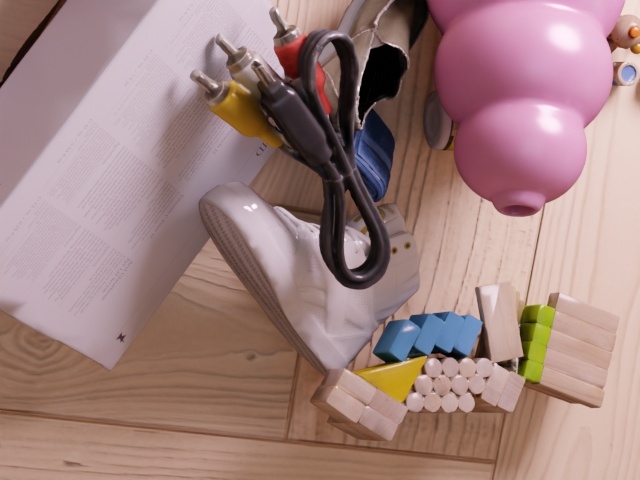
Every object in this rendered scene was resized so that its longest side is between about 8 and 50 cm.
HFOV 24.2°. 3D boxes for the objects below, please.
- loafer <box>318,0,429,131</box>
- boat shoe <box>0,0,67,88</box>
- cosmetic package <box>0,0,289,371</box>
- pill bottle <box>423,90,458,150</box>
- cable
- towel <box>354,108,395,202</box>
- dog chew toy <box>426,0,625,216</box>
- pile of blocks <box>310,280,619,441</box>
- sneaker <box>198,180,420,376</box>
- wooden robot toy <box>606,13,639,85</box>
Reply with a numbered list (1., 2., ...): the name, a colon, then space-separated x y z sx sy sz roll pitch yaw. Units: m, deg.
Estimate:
1. loafer: 0.055 -0.176 1.495 0.251 0.087 0.094 -54 145 -38
2. boat shoe: -0.217 -0.186 1.445 0.110 0.121 0.341 35 86 -17
3. cosmetic package: -0.181 -0.086 1.402 0.377 0.097 0.284 -53 148 -4
4. pill bottle: 0.174 -0.128 1.600 0.116 0.065 0.065 -1 98 -17
5. cable: 0.001 -0.090 1.401 0.139 0.072 0.287 -39 125 -10
6. towel: 0.050 -0.092 1.542 0.029 0.119 0.067 -33 112 25
7. dog chew toy: 0.202 -0.186 1.493 0.206 0.206 0.332 10 73 -18
8. pile of blocks: 0.144 0.126 1.609 0.362 0.112 0.149 -6 87 -25
9. sneaker: 0.000 0.000 1.515 0.169 0.108 0.292 -44 137 -10
10. wooden robot toy: 0.325 -0.214 1.625 0.173 0.079 0.076 42 85 -17
